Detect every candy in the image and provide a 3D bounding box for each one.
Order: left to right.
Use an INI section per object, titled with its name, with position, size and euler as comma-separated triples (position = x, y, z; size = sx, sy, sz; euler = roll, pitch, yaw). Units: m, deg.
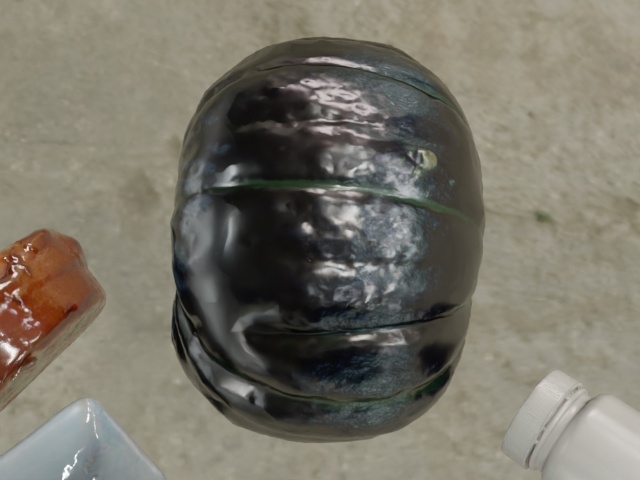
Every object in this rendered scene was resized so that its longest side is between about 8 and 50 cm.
[candy]
position = -0.236, 0.230, 1.120
size = 0.174, 0.138, 0.071
euler = -35, 36, -3

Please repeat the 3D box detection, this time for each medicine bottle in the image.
[medicine bottle]
position = 0.254, 0.196, 1.069
size = 0.187, 0.103, 0.102
euler = 33, 99, 23

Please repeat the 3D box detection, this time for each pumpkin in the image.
[pumpkin]
position = 0.000, 0.000, 1.128
size = 0.266, 0.363, 0.363
euler = 2, 86, -6

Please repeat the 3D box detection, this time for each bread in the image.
[bread]
position = -0.363, 0.132, 1.281
size = 0.114, 0.327, 0.295
euler = 44, 146, -1
